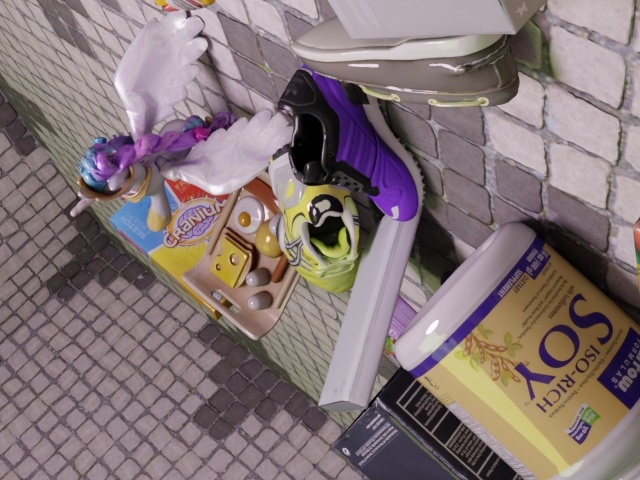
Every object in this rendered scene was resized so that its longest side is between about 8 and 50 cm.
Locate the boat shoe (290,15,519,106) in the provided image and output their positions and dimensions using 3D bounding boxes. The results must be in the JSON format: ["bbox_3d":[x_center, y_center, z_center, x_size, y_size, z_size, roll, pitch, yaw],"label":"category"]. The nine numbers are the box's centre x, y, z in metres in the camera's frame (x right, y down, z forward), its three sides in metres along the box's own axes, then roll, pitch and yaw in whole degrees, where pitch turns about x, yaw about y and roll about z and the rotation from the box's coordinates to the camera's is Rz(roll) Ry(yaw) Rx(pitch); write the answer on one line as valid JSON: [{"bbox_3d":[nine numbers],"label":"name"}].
[{"bbox_3d":[0.081,-0.194,0.932,0.305,0.109,0.091,15,142,50],"label":"boat shoe"}]

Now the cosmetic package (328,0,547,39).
[{"bbox_3d":[0.094,-0.257,0.774,0.238,0.107,0.127,15,146,52],"label":"cosmetic package"}]

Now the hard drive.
[{"bbox_3d":[0.075,0.107,1.332,0.040,0.307,0.203,20,164,-6],"label":"hard drive"}]

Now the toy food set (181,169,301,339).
[{"bbox_3d":[-0.139,0.009,1.674,0.220,0.306,0.092,36,-156,22],"label":"toy food set"}]

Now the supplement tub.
[{"bbox_3d":[0.284,0.164,1.084,0.331,0.241,0.241,42,163,5],"label":"supplement tub"}]

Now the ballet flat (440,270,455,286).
[{"bbox_3d":[0.269,0.110,1.302,0.203,0.074,0.074,48,163,8],"label":"ballet flat"}]

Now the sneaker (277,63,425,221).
[{"bbox_3d":[0.030,-0.112,1.171,0.102,0.146,0.293,23,152,50],"label":"sneaker"}]

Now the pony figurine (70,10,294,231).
[{"bbox_3d":[-0.245,-0.157,1.460,0.303,0.351,0.363,47,-178,4],"label":"pony figurine"}]

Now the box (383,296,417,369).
[{"bbox_3d":[0.196,0.228,1.735,0.293,0.057,0.201,44,162,0],"label":"box"}]

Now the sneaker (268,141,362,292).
[{"bbox_3d":[0.000,0.000,1.436,0.384,0.145,0.147,68,-178,-57],"label":"sneaker"}]

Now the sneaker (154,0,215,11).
[{"bbox_3d":[-0.196,-0.404,1.146,0.093,0.088,0.225,11,148,26],"label":"sneaker"}]

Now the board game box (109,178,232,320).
[{"bbox_3d":[-0.254,-0.020,1.860,0.316,0.242,0.064,39,163,15],"label":"board game box"}]

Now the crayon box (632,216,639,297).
[{"bbox_3d":[0.451,0.082,0.790,0.319,0.081,0.202,28,156,40],"label":"crayon box"}]

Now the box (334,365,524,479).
[{"bbox_3d":[0.234,0.289,1.326,0.294,0.296,0.182,41,139,9],"label":"box"}]
